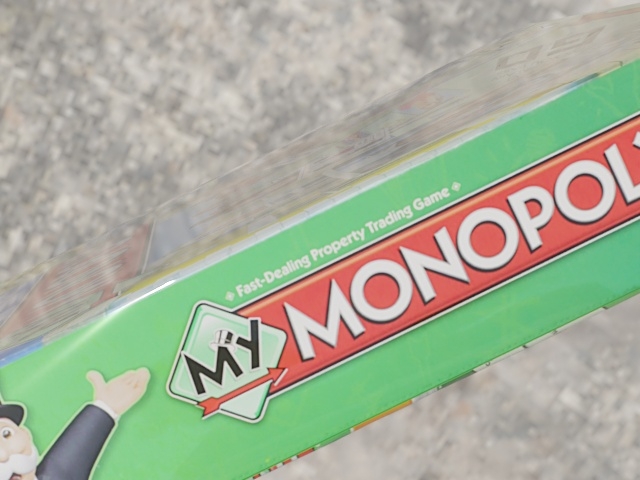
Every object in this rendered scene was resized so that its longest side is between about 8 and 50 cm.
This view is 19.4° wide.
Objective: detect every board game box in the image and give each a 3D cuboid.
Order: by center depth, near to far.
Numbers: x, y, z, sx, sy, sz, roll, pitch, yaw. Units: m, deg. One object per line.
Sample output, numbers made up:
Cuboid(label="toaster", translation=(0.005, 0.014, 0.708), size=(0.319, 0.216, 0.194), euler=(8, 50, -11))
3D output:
Cuboid(label="board game box", translation=(0.000, 0.000, 0.513), size=(0.317, 0.213, 0.046), euler=(-135, -160, -84))
